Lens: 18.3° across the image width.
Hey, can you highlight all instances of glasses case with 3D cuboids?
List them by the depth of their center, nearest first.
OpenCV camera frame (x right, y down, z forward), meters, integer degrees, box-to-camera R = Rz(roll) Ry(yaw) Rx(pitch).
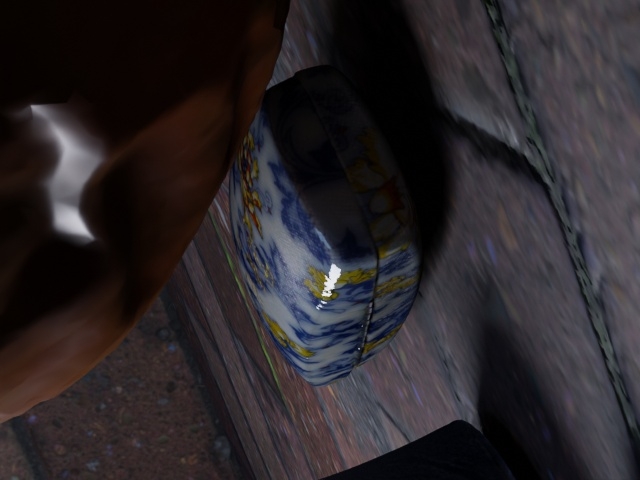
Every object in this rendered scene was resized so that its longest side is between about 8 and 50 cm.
[{"bbox_3d":[0.000,0.000,0.791,0.248,0.065,0.087,94,154,-75],"label":"glasses case"}]

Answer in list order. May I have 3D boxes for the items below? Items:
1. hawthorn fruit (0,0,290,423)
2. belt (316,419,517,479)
[{"bbox_3d":[-0.217,-0.121,0.619,0.472,0.472,0.471,157,90,-82],"label":"hawthorn fruit"},{"bbox_3d":[0.066,0.169,0.781,0.141,0.082,0.190,140,107,-79],"label":"belt"}]
